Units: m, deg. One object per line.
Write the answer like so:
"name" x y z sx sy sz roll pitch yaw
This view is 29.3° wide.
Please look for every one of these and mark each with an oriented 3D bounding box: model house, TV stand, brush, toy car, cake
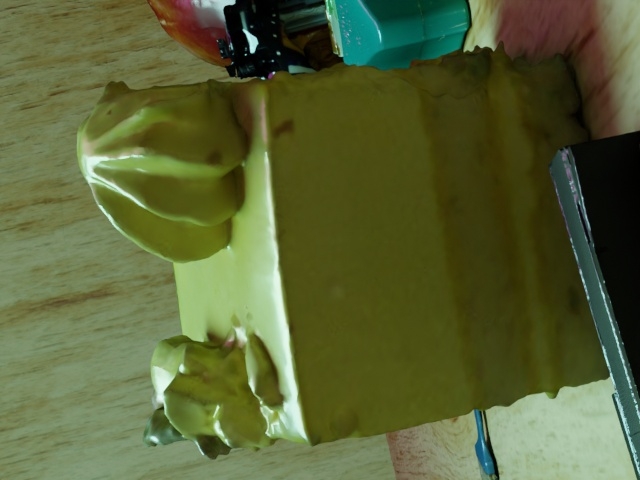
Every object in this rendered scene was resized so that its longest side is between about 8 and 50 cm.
"model house" 0.058 -0.196 1.001 0.149 0.100 0.127 -112 9 -60
"TV stand" 0.168 0.073 0.583 0.040 0.048 0.257 93 164 -74
"brush" 0.171 0.196 1.314 0.051 0.014 0.164 -118 17 -72
"toy car" 0.016 -0.128 1.174 0.118 0.193 0.301 -109 5 -67
"cake" 0.000 0.000 0.761 0.222 0.285 0.228 -176 76 -71

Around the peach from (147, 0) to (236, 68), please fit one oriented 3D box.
"peach" -0.082 -0.355 1.303 0.281 0.281 0.339 -170 62 -86
